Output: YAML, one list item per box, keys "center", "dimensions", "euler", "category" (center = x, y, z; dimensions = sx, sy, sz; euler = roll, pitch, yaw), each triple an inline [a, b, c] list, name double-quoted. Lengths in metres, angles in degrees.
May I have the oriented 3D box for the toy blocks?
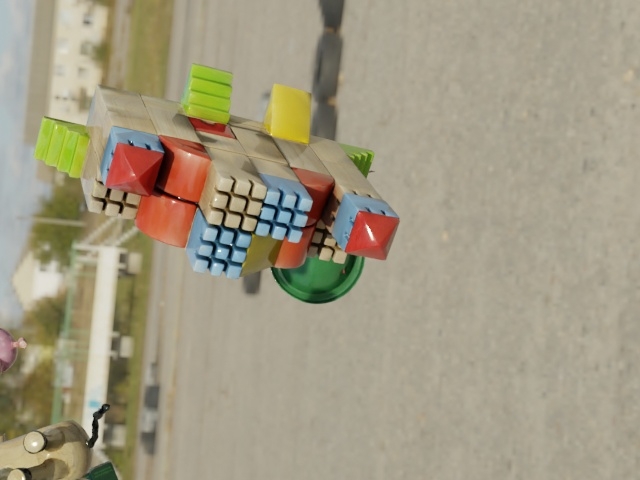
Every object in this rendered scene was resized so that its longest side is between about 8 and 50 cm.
- center: [-0.093, -0.050, 1.280]
  dimensions: [0.261, 0.381, 0.191]
  euler: [-123, 48, -62]
  category: "toy blocks"

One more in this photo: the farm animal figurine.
- center: [-0.391, 0.180, 1.139]
  dimensions: [0.327, 0.330, 0.172]
  euler: [-51, -13, 4]
  category: "farm animal figurine"

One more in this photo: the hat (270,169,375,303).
- center: [0.000, 0.000, 2.057]
  dimensions: [0.183, 0.173, 0.208]
  euler: [132, 136, -83]
  category: "hat"

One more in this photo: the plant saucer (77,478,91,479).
- center: [-0.225, 0.314, 1.246]
  dimensions: [0.036, 0.198, 0.199]
  euler: [-40, -30, -50]
  category: "plant saucer"

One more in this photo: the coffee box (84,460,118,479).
- center: [-0.250, 0.352, 1.378]
  dimensions: [0.113, 0.040, 0.184]
  euler: [-27, 84, 33]
  category: "coffee box"
